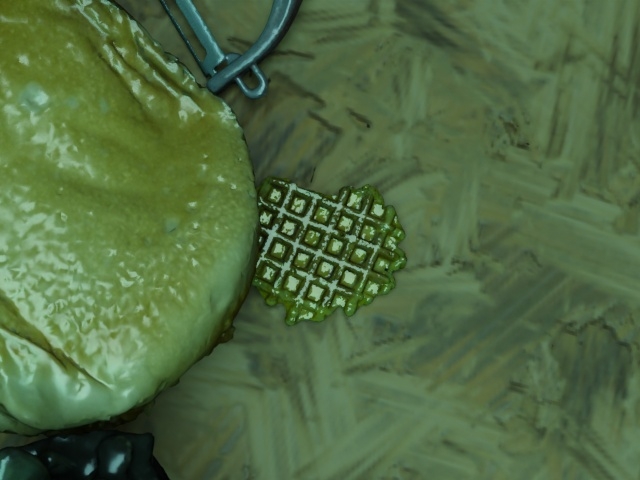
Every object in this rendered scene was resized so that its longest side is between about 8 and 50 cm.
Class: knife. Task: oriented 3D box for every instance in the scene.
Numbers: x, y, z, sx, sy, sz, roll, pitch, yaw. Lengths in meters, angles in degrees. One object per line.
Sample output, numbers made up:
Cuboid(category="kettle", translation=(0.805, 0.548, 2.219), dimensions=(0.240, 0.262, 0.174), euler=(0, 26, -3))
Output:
Cuboid(category="knife", translation=(0.039, -0.186, 0.659), dimensions=(0.278, 0.053, 0.123), euler=(-31, 88, -6))

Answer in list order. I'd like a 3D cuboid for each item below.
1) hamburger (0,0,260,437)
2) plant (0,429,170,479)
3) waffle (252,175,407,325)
Cuboid(category="hamburger", translation=(-0.128, -0.011, 0.576), dimensions=(0.214, 0.108, 0.213), euler=(4, 77, -18))
Cuboid(category="plant", translation=(-0.111, 0.150, 0.520), dimensions=(0.129, 0.194, 0.132), euler=(-20, 80, -1))
Cuboid(category="waffle", translation=(0.002, 0.002, 0.641), dimensions=(0.085, 0.016, 0.078), euler=(-8, 85, -3))
